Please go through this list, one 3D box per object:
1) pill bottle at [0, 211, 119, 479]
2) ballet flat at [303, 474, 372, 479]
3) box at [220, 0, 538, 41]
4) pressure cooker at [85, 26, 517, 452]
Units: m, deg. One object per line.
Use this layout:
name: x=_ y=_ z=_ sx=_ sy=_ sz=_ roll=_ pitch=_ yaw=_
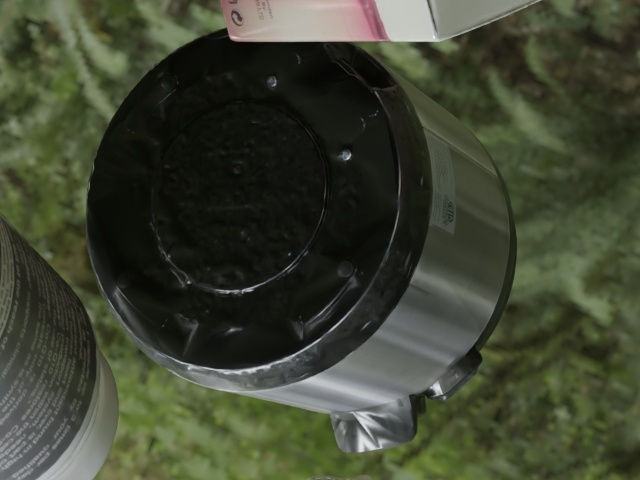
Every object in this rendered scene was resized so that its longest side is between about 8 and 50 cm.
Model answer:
pill bottle: x=-0.275 y=0.076 z=1.211 sx=0.204 sy=0.204 sz=0.361 roll=23 pitch=164 yaw=20
ballet flat: x=-0.004 y=0.355 z=2.063 sx=0.164 sy=0.182 sz=0.483 roll=56 pitch=157 yaw=-12
box: x=0.042 y=-0.228 z=1.298 sx=0.149 sy=0.126 sz=0.232 roll=-26 pitch=-158 yaw=-37
pressure cooker: x=0.006 y=0.000 z=1.759 sx=0.375 sy=0.369 sz=0.420 roll=34 pitch=-175 yaw=26
